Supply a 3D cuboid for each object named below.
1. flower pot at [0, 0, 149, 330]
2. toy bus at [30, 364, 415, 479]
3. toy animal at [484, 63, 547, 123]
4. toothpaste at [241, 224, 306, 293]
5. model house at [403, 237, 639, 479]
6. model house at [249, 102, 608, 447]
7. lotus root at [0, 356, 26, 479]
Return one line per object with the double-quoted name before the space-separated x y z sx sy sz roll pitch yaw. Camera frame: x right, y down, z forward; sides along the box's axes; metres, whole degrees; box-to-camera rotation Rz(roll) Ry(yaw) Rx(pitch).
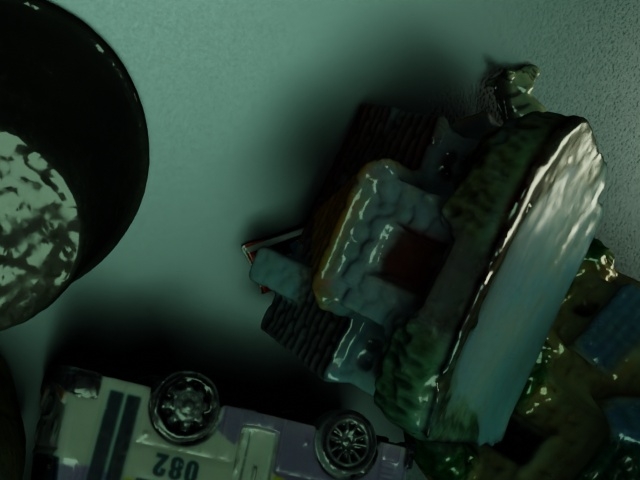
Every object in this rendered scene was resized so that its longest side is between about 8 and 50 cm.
"flower pot" -0.343 -0.057 0.971 0.379 0.251 0.379 -6 113 -14
"toy bus" -0.135 0.302 1.155 0.440 0.209 0.249 18 73 -21
"toy animal" 0.255 -0.105 1.213 0.176 0.073 0.217 23 110 -17
"toothpaste" 0.000 0.000 1.206 0.193 0.045 0.071 -24 109 2
"model house" 0.358 0.259 1.188 0.382 0.342 0.334 -44 129 -9
"model house" 0.091 -0.004 1.070 0.297 0.339 0.360 20 94 -59
"lotus root" -0.446 0.259 1.035 0.250 0.346 0.250 -3 108 -8
